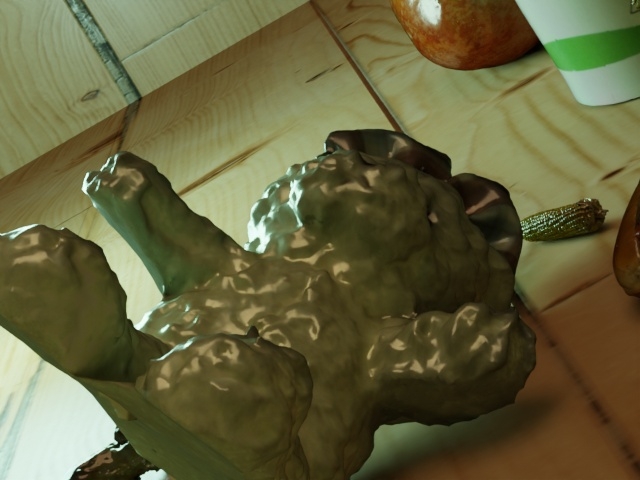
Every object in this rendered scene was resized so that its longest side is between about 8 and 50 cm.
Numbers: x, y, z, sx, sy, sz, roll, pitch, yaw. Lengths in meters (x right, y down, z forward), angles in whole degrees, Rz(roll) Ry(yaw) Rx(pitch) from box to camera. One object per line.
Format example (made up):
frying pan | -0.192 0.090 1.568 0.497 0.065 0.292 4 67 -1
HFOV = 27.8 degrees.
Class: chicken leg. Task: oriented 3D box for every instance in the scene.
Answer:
chicken leg | -0.141 0.162 1.065 0.198 0.069 0.085 -41 42 -12

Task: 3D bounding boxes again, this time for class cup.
cup | 0.288 -0.297 1.291 0.253 0.274 0.253 -28 18 10

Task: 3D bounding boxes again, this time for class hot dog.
hot dog | 0.261 -0.034 0.927 0.092 0.062 0.236 -25 16 29

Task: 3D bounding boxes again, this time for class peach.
peach | 0.188 -0.323 1.655 0.232 0.232 0.256 -43 11 -37

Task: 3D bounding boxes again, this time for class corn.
corn | 0.196 -0.016 1.046 0.027 0.028 0.083 -17 2 -44

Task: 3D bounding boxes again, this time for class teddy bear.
teddy bear | 0.000 0.000 0.860 0.327 0.375 0.362 27 70 23

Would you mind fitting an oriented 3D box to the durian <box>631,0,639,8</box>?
durian | 0.341 -0.238 1.107 0.185 0.305 0.195 -15 -23 32
